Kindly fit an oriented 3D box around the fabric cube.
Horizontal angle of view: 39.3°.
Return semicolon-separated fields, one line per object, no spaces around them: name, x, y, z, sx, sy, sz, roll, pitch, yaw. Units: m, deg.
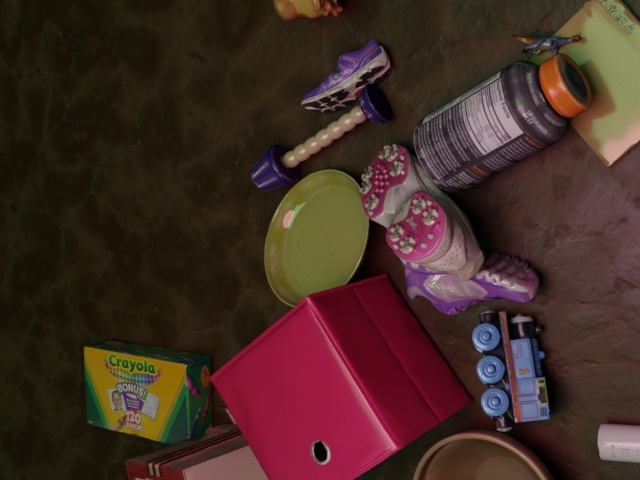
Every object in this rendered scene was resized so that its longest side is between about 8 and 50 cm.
fabric cube;0.033;0.239;1.430;0.254;0.259;0.258;-40;75;30

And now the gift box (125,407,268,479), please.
gift box;-0.179;0.453;1.601;0.276;0.258;0.255;-3;97;52

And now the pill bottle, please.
pill bottle;0.264;-0.173;1.293;0.245;0.130;0.131;-28;81;39

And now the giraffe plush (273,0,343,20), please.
giraffe plush;-0.035;-0.434;1.453;0.210;0.181;0.171;-19;97;50

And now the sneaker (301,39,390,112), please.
sneaker;0.040;-0.271;1.491;0.169;0.068;0.071;-29;65;23

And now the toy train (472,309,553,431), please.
toy train;0.290;0.194;1.358;0.105;0.080;0.184;-8;76;10

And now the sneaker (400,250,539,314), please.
sneaker;0.226;0.069;1.393;0.236;0.095;0.105;13;110;36

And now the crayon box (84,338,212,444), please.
crayon box;-0.344;0.299;1.781;0.278;0.081;0.166;4;98;32

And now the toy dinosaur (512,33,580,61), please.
toy dinosaur;0.327;-0.286;1.285;0.082;0.047;0.090;-27;70;14

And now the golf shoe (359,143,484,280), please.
golf shoe;0.151;-0.040;1.370;0.115;0.140;0.306;-49;31;19

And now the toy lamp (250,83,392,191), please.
toy lamp;-0.006;-0.165;1.515;0.274;0.080;0.080;-28;81;29

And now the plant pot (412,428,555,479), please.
plant pot;0.270;0.400;1.387;0.237;0.109;0.238;4;98;33

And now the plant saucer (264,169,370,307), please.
plant saucer;0.000;0.000;1.511;0.240;0.037;0.241;-18;63;39

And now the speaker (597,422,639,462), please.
speaker;0.470;0.292;1.279;0.136;0.055;0.055;-4;94;33

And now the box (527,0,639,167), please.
box;0.409;-0.232;1.274;0.164;0.021;0.201;-44;73;28
